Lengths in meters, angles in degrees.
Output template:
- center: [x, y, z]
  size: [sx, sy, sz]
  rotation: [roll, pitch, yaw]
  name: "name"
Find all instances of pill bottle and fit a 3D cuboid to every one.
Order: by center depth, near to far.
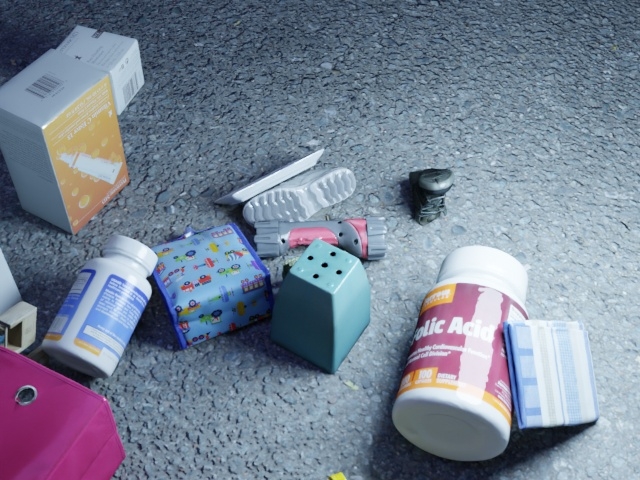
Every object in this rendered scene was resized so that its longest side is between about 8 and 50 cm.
- center: [0.294, 0.215, 1.638]
  size: [0.224, 0.224, 0.392]
  rotation: [15, 52, 9]
  name: "pill bottle"
- center: [-0.442, 0.132, 1.687]
  size: [0.152, 0.152, 0.272]
  rotation: [18, 65, 12]
  name: "pill bottle"

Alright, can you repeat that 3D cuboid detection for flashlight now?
- center: [0.000, 0.000, 1.888]
  size: [0.304, 0.103, 0.103]
  rotation: [-3, 9, -1]
  name: "flashlight"

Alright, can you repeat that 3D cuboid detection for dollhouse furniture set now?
- center: [-0.625, 0.188, 1.625]
  size: [0.129, 0.183, 0.129]
  rotation: [22, 29, 13]
  name: "dollhouse furniture set"

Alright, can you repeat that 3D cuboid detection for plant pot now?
- center: [0.005, 0.122, 1.694]
  size: [0.166, 0.234, 0.165]
  rotation: [27, 55, 17]
  name: "plant pot"

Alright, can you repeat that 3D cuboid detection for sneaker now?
- center: [0.269, -0.101, 1.927]
  size: [0.087, 0.227, 0.130]
  rotation: [-13, 97, -7]
  name: "sneaker"
- center: [-0.056, -0.102, 1.985]
  size: [0.281, 0.105, 0.115]
  rotation: [-19, 20, -12]
  name: "sneaker"

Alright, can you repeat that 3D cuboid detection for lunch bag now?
- center: [-0.257, 0.063, 1.813]
  size: [0.221, 0.138, 0.293]
  rotation: [-20, 45, -14]
  name: "lunch bag"

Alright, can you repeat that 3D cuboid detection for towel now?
- center: [0.453, 0.258, 1.598]
  size: [0.285, 0.034, 0.209]
  rotation: [7, 72, -43]
  name: "towel"
- center: [-0.014, 0.060, 1.824]
  size: [0.148, 0.110, 0.027]
  rotation: [-9, 64, -9]
  name: "towel"

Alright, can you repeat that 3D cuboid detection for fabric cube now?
- center: [-0.534, 0.385, 1.440]
  size: [0.254, 0.259, 0.258]
  rotation: [23, 54, 14]
  name: "fabric cube"

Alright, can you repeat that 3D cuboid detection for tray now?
- center: [-0.121, -0.148, 1.997]
  size: [0.270, 0.145, 0.030]
  rotation: [-29, 97, -24]
  name: "tray"

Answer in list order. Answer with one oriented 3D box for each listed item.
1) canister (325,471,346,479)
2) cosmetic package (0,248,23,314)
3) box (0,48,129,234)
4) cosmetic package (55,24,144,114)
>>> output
- center: [-0.016, 0.510, 1.481]
  size: [0.170, 0.073, 0.126]
  rotation: [-19, 54, -15]
  name: "canister"
- center: [-0.764, 0.006, 1.612]
  size: [0.230, 0.453, 0.161]
  rotation: [31, 56, 21]
  name: "cosmetic package"
- center: [-0.589, -0.220, 1.874]
  size: [0.168, 0.345, 0.215]
  rotation: [26, 54, 17]
  name: "box"
- center: [-0.594, -0.456, 2.191]
  size: [0.184, 0.151, 0.151]
  rotation: [15, 51, 10]
  name: "cosmetic package"
